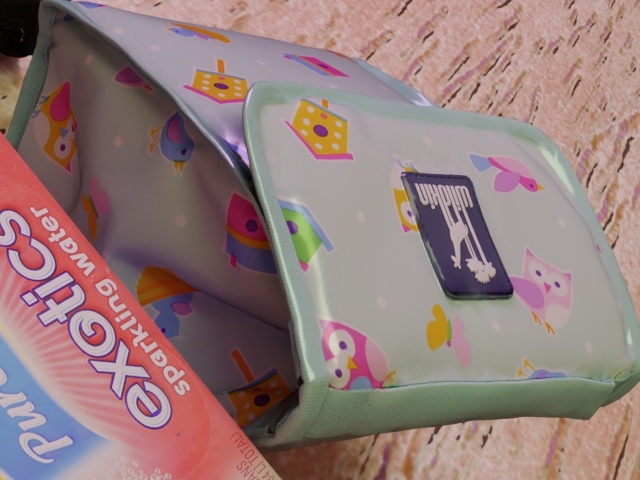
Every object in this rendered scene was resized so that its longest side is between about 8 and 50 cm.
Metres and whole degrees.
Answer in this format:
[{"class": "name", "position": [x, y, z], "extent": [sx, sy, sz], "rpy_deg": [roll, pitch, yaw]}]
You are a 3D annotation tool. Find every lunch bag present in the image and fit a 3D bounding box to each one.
[{"class": "lunch bag", "position": [0.000, 0.000, 0.581], "extent": [0.223, 0.160, 0.262], "rpy_deg": [4, 25, -43]}]

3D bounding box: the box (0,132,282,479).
[{"class": "box", "position": [-0.147, 0.079, 0.432], "extent": [0.300, 0.142, 0.154], "rpy_deg": [51, 37, 4]}]

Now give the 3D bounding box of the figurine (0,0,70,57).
[{"class": "figurine", "position": [-0.250, -0.213, 0.657], "extent": [0.209, 0.092, 0.215], "rpy_deg": [9, 49, -36]}]
